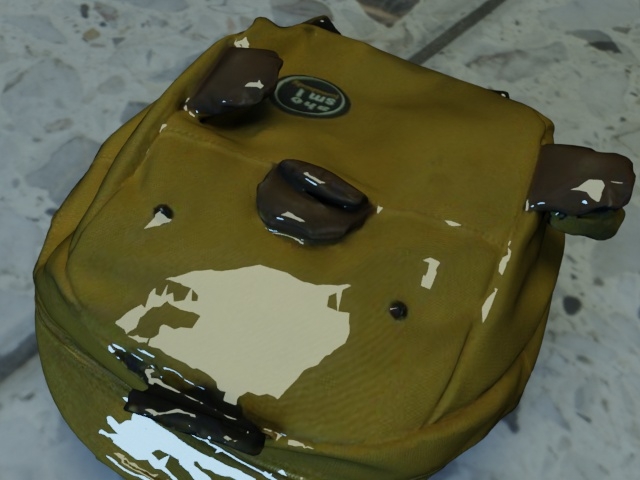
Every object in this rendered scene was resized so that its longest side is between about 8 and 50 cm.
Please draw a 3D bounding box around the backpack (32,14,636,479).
[{"bbox_3d":[0.001,0.005,0.598,0.354,0.201,0.378,18,48,8],"label":"backpack"}]
